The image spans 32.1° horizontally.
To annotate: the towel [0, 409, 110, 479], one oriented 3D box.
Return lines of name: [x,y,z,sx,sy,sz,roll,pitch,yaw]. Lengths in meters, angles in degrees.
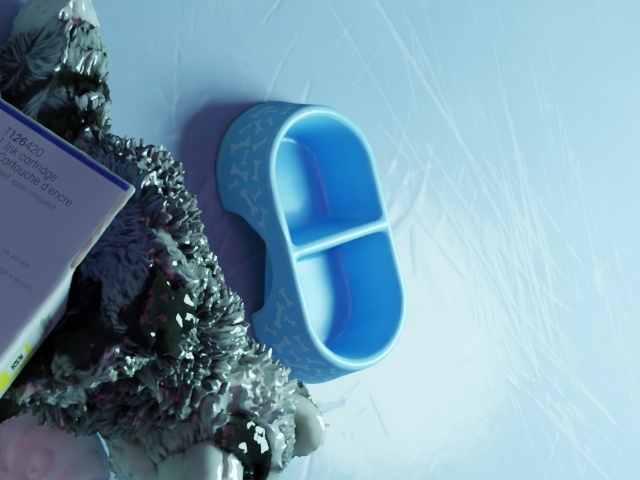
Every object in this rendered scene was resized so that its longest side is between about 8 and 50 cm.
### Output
towel: [-0.358,0.142,0.855,0.332,0.053,0.317,-33,104,-35]

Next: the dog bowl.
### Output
dog bowl: [0.000,0.000,1.127,0.166,0.074,0.297,-18,97,-37]

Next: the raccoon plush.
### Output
raccoon plush: [-0.122,0.020,0.948,0.299,0.216,0.446,41,45,-51]

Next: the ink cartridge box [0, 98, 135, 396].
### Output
ink cartridge box: [-0.333,0.012,0.735,0.303,0.072,0.307,33,67,5]
